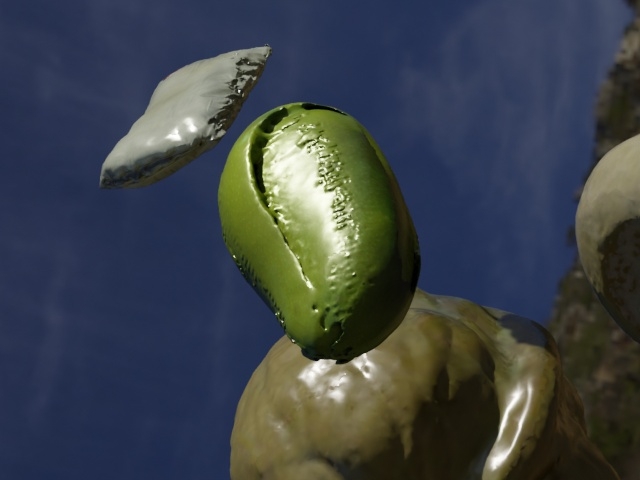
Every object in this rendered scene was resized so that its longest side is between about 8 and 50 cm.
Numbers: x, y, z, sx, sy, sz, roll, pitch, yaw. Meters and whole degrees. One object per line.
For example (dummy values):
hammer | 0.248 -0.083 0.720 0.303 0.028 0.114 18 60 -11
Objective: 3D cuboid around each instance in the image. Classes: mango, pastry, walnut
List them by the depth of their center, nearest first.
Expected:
mango | 0.000 0.000 0.811 0.165 0.091 0.074 -101 -3 -46
pastry | 0.224 0.006 1.039 0.092 0.156 0.156 -35 -56 -39
walnut | 0.077 0.172 1.235 0.253 0.277 0.282 -24 -72 5

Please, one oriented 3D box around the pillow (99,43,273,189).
pillow | -0.117 -0.112 1.513 0.051 0.128 0.229 62 -160 -20
